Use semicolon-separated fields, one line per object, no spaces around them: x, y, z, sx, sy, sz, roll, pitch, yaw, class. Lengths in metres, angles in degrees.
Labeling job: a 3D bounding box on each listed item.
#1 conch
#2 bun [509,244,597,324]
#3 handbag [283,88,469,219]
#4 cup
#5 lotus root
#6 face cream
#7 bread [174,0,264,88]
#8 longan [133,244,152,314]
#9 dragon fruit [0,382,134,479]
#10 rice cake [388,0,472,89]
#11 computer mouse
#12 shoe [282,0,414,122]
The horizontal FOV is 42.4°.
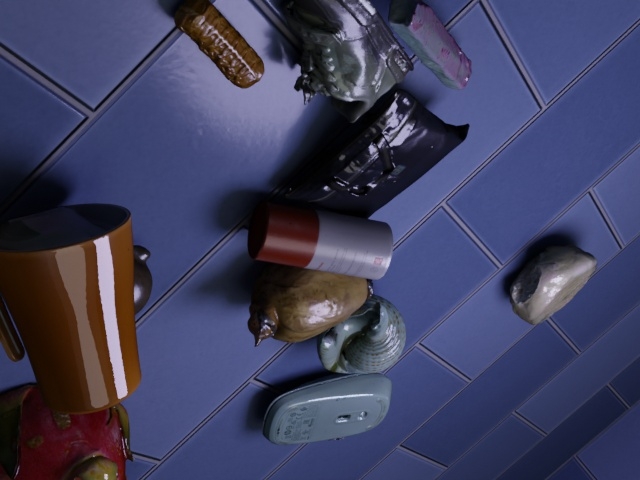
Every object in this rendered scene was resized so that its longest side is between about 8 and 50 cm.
0.076;0.160;1.543;0.172;0.131;0.200;0;129;-5;conch
0.500;0.085;1.804;0.210;0.116;0.237;-44;156;4;bun
0.088;-0.124;1.290;0.254;0.089;0.211;-41;148;26;handbag
-0.338;0.079;1.063;0.226;0.182;0.264;0;110;17;cup
-0.025;0.093;1.392;0.256;0.140;0.154;-13;166;-39;lotus root
0.000;0.000;1.302;0.214;0.096;0.096;10;124;-22;face cream
-0.125;-0.248;1.042;0.052;0.044;0.157;-40;142;8;bread
-0.290;0.057;1.187;0.119;0.106;0.106;-57;143;-10;longan
-0.431;0.400;1.321;0.305;0.226;0.305;-19;139;-18;dragon fruit
0.163;-0.284;1.156;0.290;0.051;0.081;20;77;-65;rice cake
0.014;0.334;1.699;0.288;0.097;0.160;-3;133;-21;computer mouse
0.011;-0.250;1.089;0.149;0.109;0.293;-50;145;7;shoe
